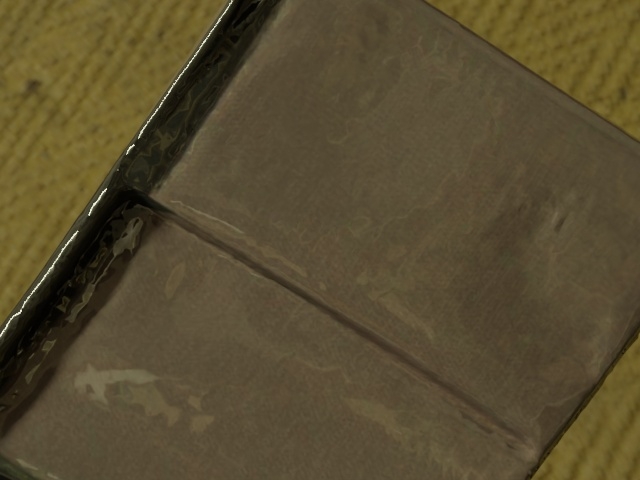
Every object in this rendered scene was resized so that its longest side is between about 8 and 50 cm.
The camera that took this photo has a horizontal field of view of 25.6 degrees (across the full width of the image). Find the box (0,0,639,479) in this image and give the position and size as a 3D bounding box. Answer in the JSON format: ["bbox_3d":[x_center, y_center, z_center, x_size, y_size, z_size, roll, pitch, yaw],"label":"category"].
[{"bbox_3d":[0.000,0.000,0.493,0.153,0.252,0.188,34,95,-7],"label":"box"}]
